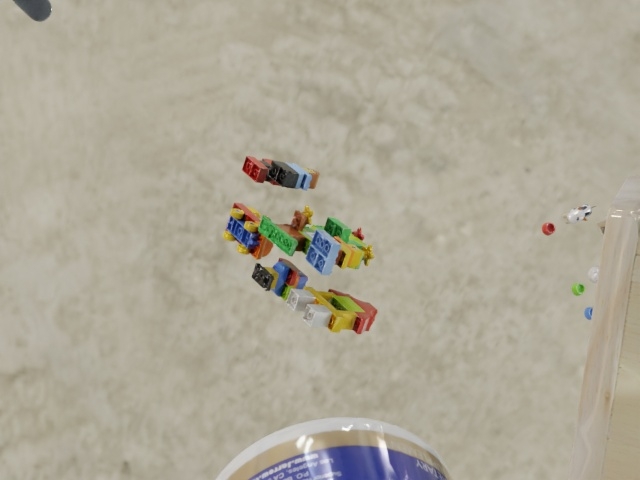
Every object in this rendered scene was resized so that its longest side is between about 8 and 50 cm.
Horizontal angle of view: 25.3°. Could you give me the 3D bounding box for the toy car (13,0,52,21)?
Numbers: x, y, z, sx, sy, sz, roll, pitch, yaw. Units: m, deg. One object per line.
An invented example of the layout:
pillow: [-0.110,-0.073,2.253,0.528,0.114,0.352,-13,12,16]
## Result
toy car: [-0.368,-0.321,1.565,0.188,0.149,0.155,21,88,-5]

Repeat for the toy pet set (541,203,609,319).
toy pet set: [0.328,0.008,1.592,0.114,0.065,0.122,-30,95,-29]

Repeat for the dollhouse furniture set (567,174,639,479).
dollhouse furniture set: [0.235,0.068,0.617,0.198,0.286,0.303,12,22,19]

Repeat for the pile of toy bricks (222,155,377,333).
pile of toy bricks: [0.000,0.000,1.351,0.105,0.118,0.212,7,21,-35]

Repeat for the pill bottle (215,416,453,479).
pill bottle: [0.024,0.230,0.731,0.153,0.153,0.264,4,35,-14]
